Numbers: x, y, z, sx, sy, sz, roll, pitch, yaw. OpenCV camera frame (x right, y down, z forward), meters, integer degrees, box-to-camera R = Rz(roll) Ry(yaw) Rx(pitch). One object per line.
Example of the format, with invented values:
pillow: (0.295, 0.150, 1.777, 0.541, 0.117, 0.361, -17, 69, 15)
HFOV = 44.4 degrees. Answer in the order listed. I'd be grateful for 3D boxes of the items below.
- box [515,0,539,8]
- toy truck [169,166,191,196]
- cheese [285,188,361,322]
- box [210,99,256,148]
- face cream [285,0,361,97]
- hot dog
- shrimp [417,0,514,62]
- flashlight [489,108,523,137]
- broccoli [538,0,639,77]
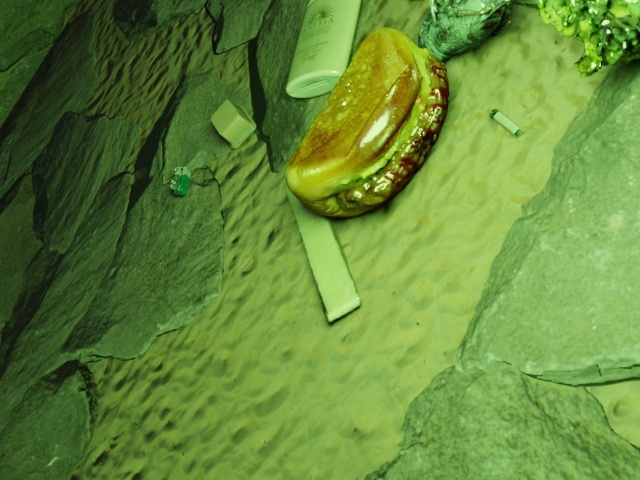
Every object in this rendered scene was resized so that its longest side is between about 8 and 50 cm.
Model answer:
box: (0.409, -0.554, 1.476, 0.130, 0.227, 0.162, -43, 39, -9)
toy truck: (-0.367, -0.156, 2.074, 0.044, 0.039, 0.083, -6, 59, 22)
cheese: (0.002, 0.000, 1.622, 0.085, 0.034, 0.400, -35, 45, 15)
box: (-0.228, -0.303, 2.022, 0.089, 0.062, 0.122, -45, 41, 10)
face cream: (0.018, -0.515, 1.918, 0.173, 0.081, 0.348, -9, 58, 39)
hot dog: (0.117, -0.221, 1.544, 0.223, 0.185, 0.405, 25, 82, 50)
shrimp: (0.273, -0.452, 1.513, 0.372, 0.172, 0.137, 141, 141, -64)
flashlight: (0.344, -0.218, 1.456, 0.018, 0.018, 0.083, -47, 41, 11)
broccoli: (0.494, -0.434, 1.271, 0.324, 0.272, 0.334, 24, 71, 43)
